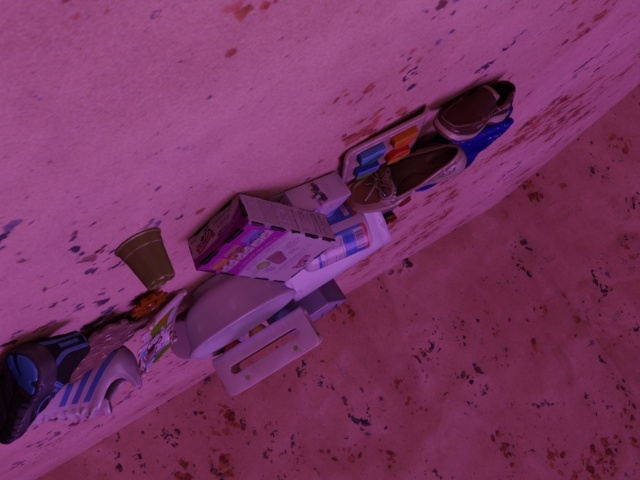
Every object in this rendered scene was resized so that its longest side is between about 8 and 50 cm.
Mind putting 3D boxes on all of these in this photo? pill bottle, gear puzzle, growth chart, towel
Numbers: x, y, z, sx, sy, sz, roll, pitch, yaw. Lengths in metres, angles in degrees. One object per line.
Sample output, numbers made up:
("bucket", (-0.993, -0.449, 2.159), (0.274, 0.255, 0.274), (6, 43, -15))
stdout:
("pill bottle", (-0.307, 0.253, 1.949), (0.131, 0.131, 0.229), (-37, 169, 19))
("gear puzzle", (-0.461, 0.202, 1.513), (0.339, 0.044, 0.175), (-38, 168, 12))
("growth chart", (-0.367, 0.216, 1.643), (0.172, 0.021, 0.237), (-54, 171, -43))
("towel", (0.357, -0.232, 1.858), (0.227, 0.076, 0.308), (-30, 170, -21))
("pill bottle", (0.000, 0.000, 1.693), (0.221, 0.124, 0.124), (-22, 168, -10))

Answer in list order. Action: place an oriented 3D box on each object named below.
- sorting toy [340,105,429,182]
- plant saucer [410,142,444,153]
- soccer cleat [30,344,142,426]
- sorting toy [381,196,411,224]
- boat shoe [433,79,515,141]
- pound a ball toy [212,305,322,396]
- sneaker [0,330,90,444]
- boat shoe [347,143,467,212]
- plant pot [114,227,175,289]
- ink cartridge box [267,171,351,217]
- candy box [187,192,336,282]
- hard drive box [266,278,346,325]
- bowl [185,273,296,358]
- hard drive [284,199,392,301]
("sorting toy", (0.132, -0.184, 1.497), (0.208, 0.038, 0.193), (-32, 170, -9))
("plant saucer", (0.250, -0.190, 1.718), (0.168, 0.029, 0.168), (-8, 159, -3))
("soccer cleat", (-0.570, 0.371, 1.662), (0.331, 0.143, 0.116), (-32, 170, -6))
("sorting toy", (0.165, -0.046, 2.234), (0.274, 0.046, 0.132), (-40, 168, 37))
("boat shoe", (0.331, -0.289, 1.516), (0.257, 0.095, 0.095), (-32, 158, -45))
("pound a ball toy", (-0.160, 0.297, 1.934), (0.319, 0.136, 0.208), (-31, 173, 1))
("sneaker", (-0.552, 0.286, 1.377), (0.341, 0.125, 0.139), (-38, 174, 39))
("boat shoe", (0.185, -0.148, 1.605), (0.285, 0.104, 0.089), (-25, 167, 12))
("plant pot", (-0.276, 0.035, 1.159), (0.083, 0.079, 0.083), (-31, 170, -6))
("ink cartridge box", (-0.038, -0.066, 1.460), (0.181, 0.061, 0.104), (-25, 166, -35))
("candy box", (-0.107, 0.001, 1.348), (0.159, 0.071, 0.233), (-39, 148, 30))
("hard drive box", (-0.043, 0.192, 2.091), (0.181, 0.089, 0.232), (-36, 169, 12))
("bowl", (-0.217, 0.153, 1.745), (0.298, 0.134, 0.298), (-32, 169, -7))
("hard drive", (0.025, 0.013, 1.834), (0.307, 0.040, 0.203), (-33, 137, -4))
